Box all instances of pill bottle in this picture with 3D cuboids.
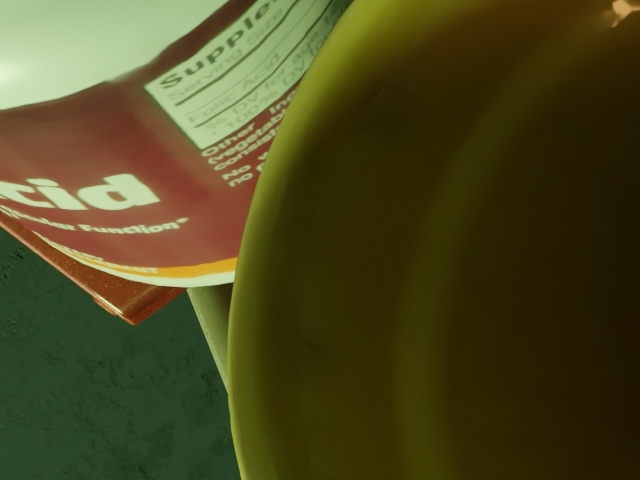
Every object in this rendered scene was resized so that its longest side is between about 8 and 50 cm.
[{"bbox_3d":[-0.085,-0.128,0.640,0.224,0.224,0.392,36,175,16],"label":"pill bottle"}]

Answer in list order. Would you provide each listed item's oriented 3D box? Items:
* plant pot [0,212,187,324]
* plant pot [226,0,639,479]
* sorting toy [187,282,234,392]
[{"bbox_3d":[-0.119,-0.093,1.152,0.267,0.236,0.267,38,176,-5],"label":"plant pot"},{"bbox_3d":[0.139,0.032,0.577,0.239,0.254,0.254,23,-175,-38],"label":"plant pot"},{"bbox_3d":[0.000,0.000,1.325,0.229,0.041,0.307,2,-132,-34],"label":"sorting toy"}]
